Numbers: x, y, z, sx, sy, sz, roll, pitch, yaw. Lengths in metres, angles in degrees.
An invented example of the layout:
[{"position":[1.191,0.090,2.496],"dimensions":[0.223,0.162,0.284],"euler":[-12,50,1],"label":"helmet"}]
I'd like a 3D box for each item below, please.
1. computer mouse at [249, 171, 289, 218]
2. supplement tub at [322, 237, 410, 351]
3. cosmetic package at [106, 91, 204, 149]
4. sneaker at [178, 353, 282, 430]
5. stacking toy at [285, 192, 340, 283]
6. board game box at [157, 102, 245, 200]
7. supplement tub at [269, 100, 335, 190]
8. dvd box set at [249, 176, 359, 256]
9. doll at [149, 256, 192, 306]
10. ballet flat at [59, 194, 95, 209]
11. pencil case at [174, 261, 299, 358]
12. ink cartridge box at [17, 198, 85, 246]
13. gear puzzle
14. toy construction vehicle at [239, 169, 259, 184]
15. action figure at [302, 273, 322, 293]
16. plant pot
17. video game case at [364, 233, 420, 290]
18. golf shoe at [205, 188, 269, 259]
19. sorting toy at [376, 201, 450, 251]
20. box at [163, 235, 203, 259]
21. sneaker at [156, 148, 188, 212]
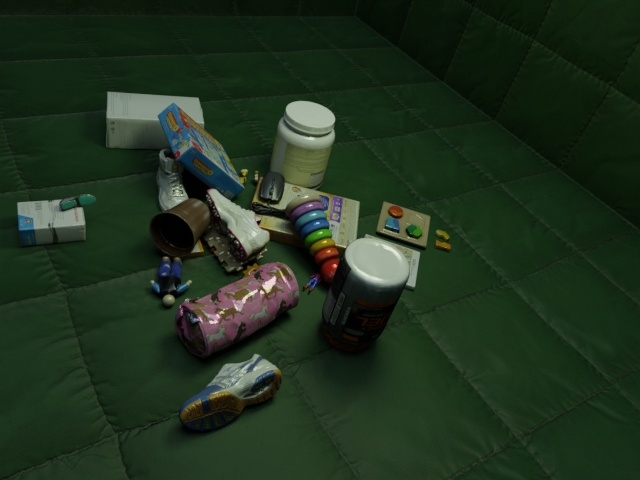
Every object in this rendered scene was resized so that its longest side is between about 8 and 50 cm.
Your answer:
[{"position":[-0.152,-0.188,2.077],"dimensions":[0.184,0.060,0.262],"euler":[15,41,-1],"label":"computer mouse"},{"position":[0.125,0.175,1.644],"dimensions":[0.207,0.338,0.207],"euler":[10,41,-9],"label":"supplement tub"},{"position":[-0.695,-0.499,2.274],"dimensions":[0.385,0.156,0.217],"euler":[1,43,-19],"label":"cosmetic package"},{"position":[-0.254,0.405,1.459],"dimensions":[0.296,0.111,0.131],"euler":[-16,33,-34],"label":"sneaker"},{"position":[0.000,0.000,1.905],"dimensions":[0.141,0.141,0.330],"euler":[-15,69,-32],"label":"stacking toy"},{"position":[-0.458,-0.338,2.079],"dimensions":[0.308,0.086,0.302],"euler":[41,14,-51],"label":"board game box"},{"position":[-0.074,-0.377,2.212],"dimensions":[0.236,0.324,0.235],"euler":[10,41,-9],"label":"supplement tub"},{"position":[-0.063,-0.092,2.097],"dimensions":[0.421,0.062,0.307],"euler":[13,41,-4],"label":"dvd box set"},{"position":[-0.474,0.131,1.717],"dimensions":[0.129,0.046,0.189],"euler":[4,41,-13],"label":"doll"},{"position":[-0.806,-0.132,1.785],"dimensions":[0.114,0.041,0.041],"euler":[-19,52,-37],"label":"ballet flat"},{"position":[-0.241,0.199,1.634],"dimensions":[0.386,0.167,0.160],"euler":[-24,34,-39],"label":"pencil case"},{"position":[-0.880,-0.062,1.769],"dimensions":[0.191,0.082,0.139],"euler":[-5,45,-27],"label":"ink cartridge box"},{"position":[-0.279,0.033,1.881],"dimensions":[0.175,0.044,0.339],"euler":[-30,57,-18],"label":"gear puzzle"},{"position":[-0.295,-0.256,2.230],"dimensions":[0.086,0.035,0.098],"euler":[-4,41,-7],"label":"toy construction vehicle"},{"position":[-0.019,0.140,1.877],"dimensions":[0.038,0.030,0.115],"euler":[26,39,16],"label":"action figure"},{"position":[-0.457,-0.055,1.814],"dimensions":[0.167,0.167,0.165],"euler":[22,33,6],"label":"plant pot"},{"position":[0.258,0.078,2.041],"dimensions":[0.227,0.026,0.206],"euler":[18,40,2],"label":"video game case"},{"position":[-0.291,-0.071,1.873],"dimensions":[0.140,0.115,0.306],"euler":[-25,64,-24],"label":"golf shoe"},{"position":[0.393,-0.059,2.229],"dimensions":[0.307,0.041,0.229],"euler":[18,40,2],"label":"sorting toy"},{"position":[-0.477,0.025,1.851],"dimensions":[0.136,0.028,0.081],"euler":[-8,46,-23],"label":"box"},{"position":[-0.545,-0.215,1.992],"dimensions":[0.108,0.169,0.292],"euler":[-9,48,-29],"label":"sneaker"}]
